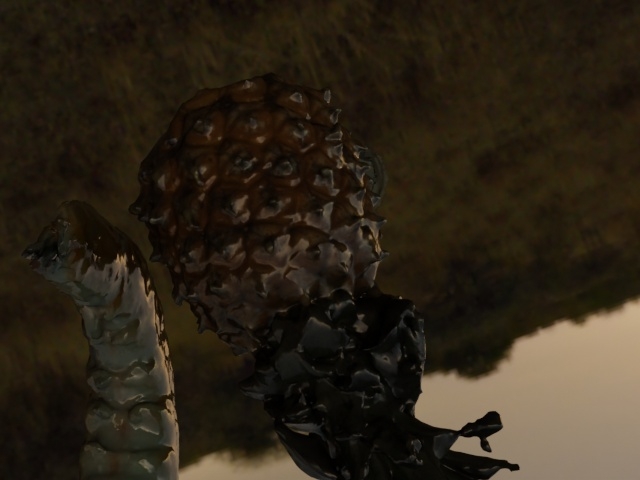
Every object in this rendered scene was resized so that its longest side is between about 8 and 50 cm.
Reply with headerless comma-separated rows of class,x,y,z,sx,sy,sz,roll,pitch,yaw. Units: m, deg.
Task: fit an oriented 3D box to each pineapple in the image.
pineapple,0.014,0.077,0.702,0.166,0.364,0.165,-27,164,-8

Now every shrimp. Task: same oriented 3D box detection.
shrimp,-0.131,0.091,0.753,0.068,0.287,0.185,1,-153,1

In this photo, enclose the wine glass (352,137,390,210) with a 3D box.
wine glass,0.000,0.000,1.402,0.143,0.143,0.321,-19,155,-12
